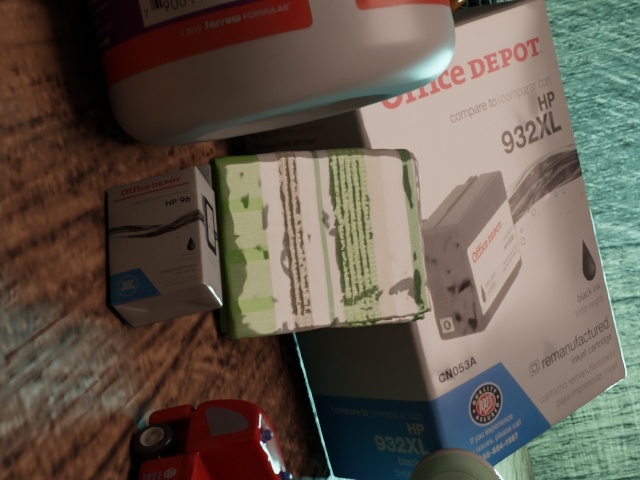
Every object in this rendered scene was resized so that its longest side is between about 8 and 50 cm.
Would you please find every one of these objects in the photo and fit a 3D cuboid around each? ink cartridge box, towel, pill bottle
[{"bbox_3d":[0.087,-0.004,1.035,0.223,0.129,0.307,-24,104,-40],"label":"ink cartridge box"},{"bbox_3d":[0.000,0.000,0.869,0.152,0.023,0.113,-4,88,-34],"label":"towel"},{"bbox_3d":[-0.077,-0.004,0.681,0.028,0.048,0.083,60,20,-57],"label":"ink cartridge box"},{"bbox_3d":[-0.049,-0.220,0.713,0.181,0.181,0.323,-18,96,-79],"label":"pill bottle"}]

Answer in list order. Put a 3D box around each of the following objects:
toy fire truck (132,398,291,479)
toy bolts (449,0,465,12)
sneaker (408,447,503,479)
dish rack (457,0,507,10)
[{"bbox_3d":[-0.018,0.136,0.591,0.192,0.135,0.047,-87,161,-54],"label":"toy fire truck"},{"bbox_3d":[-0.026,-0.195,0.936,0.228,0.218,0.158,44,-7,19],"label":"toy bolts"},{"bbox_3d":[0.094,0.238,0.844,0.151,0.094,0.256,67,16,-67],"label":"sneaker"},{"bbox_3d":[0.046,-0.267,1.151,0.074,0.271,0.208,-43,132,-25],"label":"dish rack"}]
